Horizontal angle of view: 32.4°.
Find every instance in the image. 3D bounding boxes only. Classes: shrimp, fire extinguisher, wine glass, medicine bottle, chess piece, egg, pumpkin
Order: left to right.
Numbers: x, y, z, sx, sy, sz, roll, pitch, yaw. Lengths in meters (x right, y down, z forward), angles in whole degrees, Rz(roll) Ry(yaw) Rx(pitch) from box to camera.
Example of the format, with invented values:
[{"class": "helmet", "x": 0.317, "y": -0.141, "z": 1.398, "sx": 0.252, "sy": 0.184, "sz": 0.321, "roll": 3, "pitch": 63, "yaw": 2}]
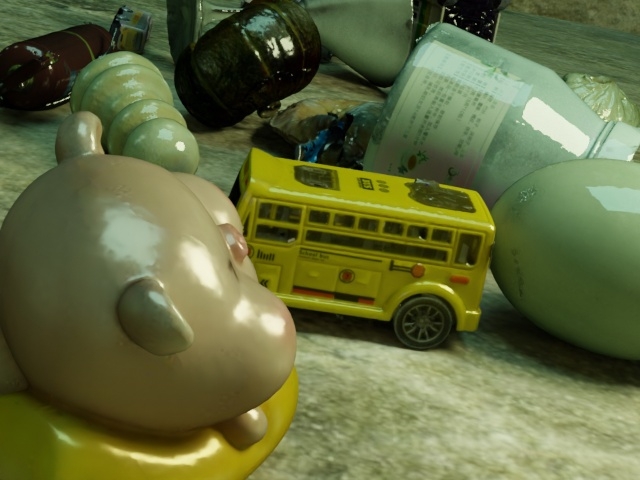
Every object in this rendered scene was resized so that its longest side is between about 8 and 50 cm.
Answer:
[{"class": "fire extinguisher", "x": -0.383, "y": -0.259, "z": 1.615, "sx": 0.105, "sy": 0.141, "sz": 0.341, "roll": 52, "pitch": 16, "yaw": -9}, {"class": "chess piece", "x": -0.224, "y": -0.137, "z": 1.402, "sx": 0.133, "sy": 0.133, "sz": 0.243, "roll": -1, "pitch": 30, "yaw": -29}, {"class": "pumpkin", "x": -0.103, "y": -0.260, "z": 1.651, "sx": 0.238, "sy": 0.159, "sz": 0.238, "roll": -34, "pitch": 11, "yaw": 8}, {"class": "wine glass", "x": -0.062, "y": -0.413, "z": 2.009, "sx": 0.406, "sy": 0.267, "sz": 0.267, "roll": -2, "pitch": 25, "yaw": -21}, {"class": "shrimp", "x": 0.021, "y": -0.153, "z": 1.591, "sx": 0.221, "sy": 0.109, "sz": 0.445, "roll": 8, "pitch": 17, "yaw": 7}, {"class": "medicine bottle", "x": 0.232, "y": -0.109, "z": 1.377, "sx": 0.290, "sy": 0.245, "sz": 0.245, "roll": 25, "pitch": 24, "yaw": 13}, {"class": "egg", "x": 0.309, "y": 0.019, "z": 1.140, "sx": 0.283, "sy": 0.202, "sz": 0.203, "roll": 16, "pitch": 22, "yaw": 8}]

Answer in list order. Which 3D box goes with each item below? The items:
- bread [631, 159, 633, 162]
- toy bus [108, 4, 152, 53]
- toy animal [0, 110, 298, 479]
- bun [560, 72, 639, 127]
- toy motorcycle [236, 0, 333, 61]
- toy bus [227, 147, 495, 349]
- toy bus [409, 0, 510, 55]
[{"class": "bread", "x": 0.485, "y": -0.143, "z": 1.874, "sx": 0.070, "sy": 0.035, "sz": 0.083, "roll": 6, "pitch": 25, "yaw": -9}, {"class": "toy bus", "x": -0.357, "y": -0.399, "z": 2.082, "sx": 0.072, "sy": 0.057, "sz": 0.172, "roll": 14, "pitch": 21, "yaw": -10}, {"class": "toy animal", "x": -0.138, "y": 0.036, "z": 0.819, "sx": 0.278, "sy": 0.246, "sz": 0.345, "roll": -1, "pitch": 24, "yaw": -32}, {"class": "bun", "x": 0.478, "y": -0.238, "z": 1.989, "sx": 0.204, "sy": 0.126, "sz": 0.212, "roll": -3, "pitch": 24, "yaw": -37}, {"class": "toy motorcycle", "x": -0.038, "y": -0.465, "z": 2.220, "sx": 0.327, "sy": 0.188, "sz": 0.143, "roll": -5, "pitch": 33, "yaw": -36}, {"class": "toy bus", "x": 0.000, "y": 0.000, "z": 1.111, "sx": 0.330, "sy": 0.152, "sz": 0.144, "roll": 9, "pitch": 22, "yaw": -6}, {"class": "toy bus", "x": 0.254, "y": -0.436, "z": 2.136, "sx": 0.143, "sy": 0.305, "sz": 0.179, "roll": -1, "pitch": 22, "yaw": -26}]
